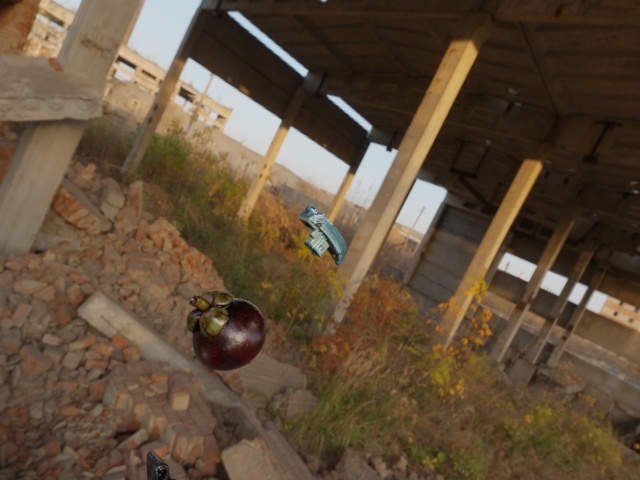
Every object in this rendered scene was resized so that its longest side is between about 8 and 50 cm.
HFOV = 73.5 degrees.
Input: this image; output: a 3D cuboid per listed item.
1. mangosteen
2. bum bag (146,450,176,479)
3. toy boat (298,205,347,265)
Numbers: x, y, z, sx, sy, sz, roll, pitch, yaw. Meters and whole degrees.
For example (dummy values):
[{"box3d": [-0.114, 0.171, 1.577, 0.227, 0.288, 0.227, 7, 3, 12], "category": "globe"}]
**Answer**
[{"box3d": [-0.216, 0.193, 0.962, 0.199, 0.200, 0.200, 26, 4, -2], "category": "mangosteen"}, {"box3d": [-0.369, 0.620, 1.001, 0.060, 0.249, 0.123, -6, -3, -34], "category": "bum bag"}, {"box3d": [0.000, 0.000, 1.288, 0.215, 0.102, 0.088, 49, -13, -31], "category": "toy boat"}]
